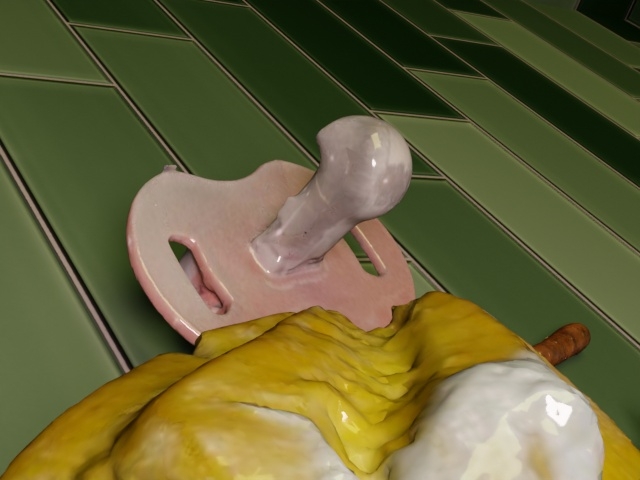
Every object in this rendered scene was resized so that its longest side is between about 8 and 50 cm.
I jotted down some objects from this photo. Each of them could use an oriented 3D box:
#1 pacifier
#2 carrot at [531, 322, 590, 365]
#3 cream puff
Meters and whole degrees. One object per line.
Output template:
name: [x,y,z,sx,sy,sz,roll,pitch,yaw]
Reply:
pacifier: [-0.025,0.005,1.008,0.220,0.273,0.332,19,19,38]
carrot: [0.252,0.123,1.176,0.036,0.035,0.165,35,32,28]
cream puff: [-0.012,0.175,0.493,0.378,0.378,0.275,-1,48,-37]
